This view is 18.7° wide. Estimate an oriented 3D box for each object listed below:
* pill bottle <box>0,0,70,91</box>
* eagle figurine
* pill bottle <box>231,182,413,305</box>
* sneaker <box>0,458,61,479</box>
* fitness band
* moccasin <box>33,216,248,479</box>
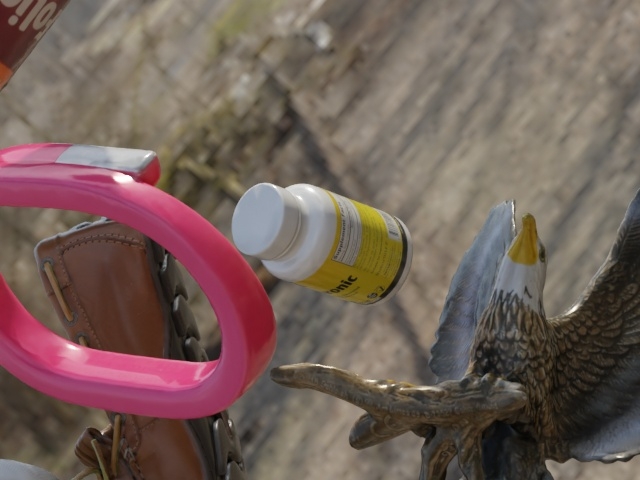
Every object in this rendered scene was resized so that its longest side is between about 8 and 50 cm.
[{"bbox_3d":[-0.354,-0.245,1.798,0.392,0.224,0.224,-53,10,-1],"label":"pill bottle"},{"bbox_3d":[0.151,0.076,1.383,0.225,0.226,0.298,-54,-15,31],"label":"eagle figurine"},{"bbox_3d":[0.000,0.000,1.257,0.065,0.116,0.065,-18,63,41],"label":"pill bottle"},{"bbox_3d":[-0.314,0.244,1.679,0.212,0.080,0.094,-11,61,29],"label":"sneaker"},{"bbox_3d":[-0.161,0.033,1.396,0.291,0.209,0.054,5,34,36],"label":"fitness band"},{"bbox_3d":[-0.157,0.168,1.691,0.147,0.380,0.139,-18,4,7],"label":"moccasin"}]
